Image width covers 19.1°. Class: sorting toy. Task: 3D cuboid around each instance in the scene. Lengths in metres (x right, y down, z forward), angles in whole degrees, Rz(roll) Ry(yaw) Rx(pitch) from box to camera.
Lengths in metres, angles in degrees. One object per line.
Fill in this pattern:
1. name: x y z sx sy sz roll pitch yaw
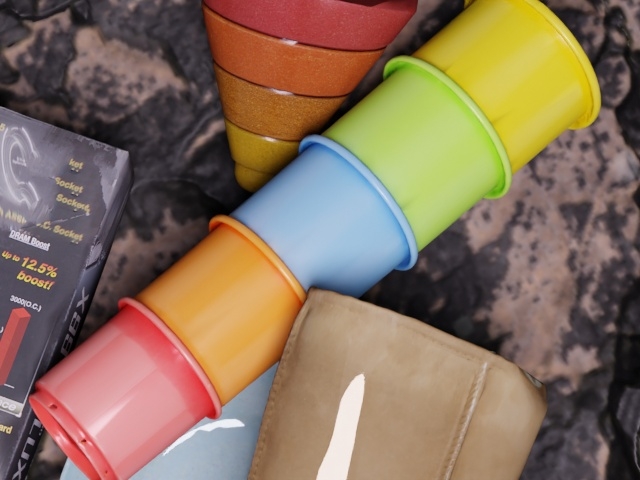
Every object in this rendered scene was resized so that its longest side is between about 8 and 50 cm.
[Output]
1. sorting toy: -0.140 -0.113 0.981 0.365 0.127 0.126 14 109 2

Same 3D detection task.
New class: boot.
1. boot: 0.053 0.186 0.890 0.236 0.089 0.269 24 82 -27

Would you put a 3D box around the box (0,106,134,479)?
1. box: -0.277 0.022 0.944 0.307 0.076 0.242 19 79 0

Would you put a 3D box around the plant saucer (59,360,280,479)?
1. plant saucer: -0.037 0.148 0.956 0.195 0.037 0.195 0 80 -3

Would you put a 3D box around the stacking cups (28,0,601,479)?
1. stacking cups: 0.000 0.000 0.928 0.316 0.096 0.096 -41 85 -19
